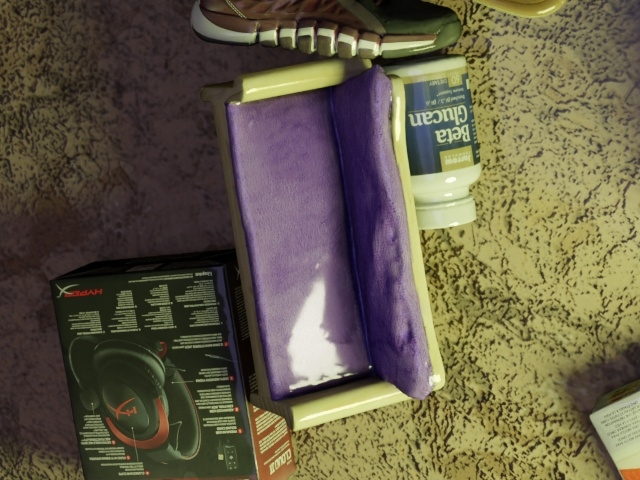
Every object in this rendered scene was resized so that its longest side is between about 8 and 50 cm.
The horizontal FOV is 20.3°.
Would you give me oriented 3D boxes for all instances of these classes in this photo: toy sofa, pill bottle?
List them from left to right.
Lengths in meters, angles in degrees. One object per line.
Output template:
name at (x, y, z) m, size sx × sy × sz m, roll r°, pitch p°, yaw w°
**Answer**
toy sofa at (0.000, 0.000, 1.816) m, size 0.177 × 0.150 × 0.363 m, roll 10°, pitch 111°, yaw 64°
pill bottle at (0.113, -0.100, 1.822) m, size 0.094 × 0.094 × 0.169 m, roll -6°, pitch 99°, yaw 22°

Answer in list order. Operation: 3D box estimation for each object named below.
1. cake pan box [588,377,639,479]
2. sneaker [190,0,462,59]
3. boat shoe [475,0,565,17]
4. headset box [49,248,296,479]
cake pan box at (0.440, 0.219, 1.779) m, size 0.267 × 0.070 × 0.246 m, roll -27°, pitch 93°, yaw 23°
sneaker at (0.003, -0.273, 1.788) m, size 0.281 × 0.106 × 0.162 m, roll 5°, pitch 108°, yaw 12°
boat shoe at (0.100, -0.317, 1.730) m, size 0.342 × 0.123 × 0.123 m, roll 30°, pitch 90°, yaw 13°
headset box at (-0.159, 0.166, 1.972) m, size 0.218 × 0.110 × 0.293 m, roll -6°, pitch 99°, yaw 22°
